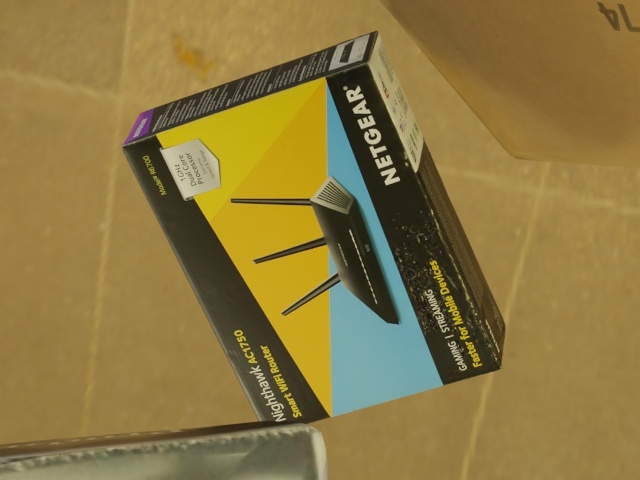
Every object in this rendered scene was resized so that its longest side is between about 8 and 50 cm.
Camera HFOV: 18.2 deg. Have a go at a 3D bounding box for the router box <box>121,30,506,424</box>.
[{"bbox_3d":[0.000,0.000,0.998,0.133,0.046,0.179,-18,114,18],"label":"router box"}]

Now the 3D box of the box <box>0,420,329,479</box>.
[{"bbox_3d":[-0.143,0.202,0.456,0.212,0.294,0.395,-4,174,-20],"label":"box"}]

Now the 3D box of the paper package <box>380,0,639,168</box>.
[{"bbox_3d":[0.148,-0.179,0.832,0.309,0.168,0.325,47,159,-29],"label":"paper package"}]
